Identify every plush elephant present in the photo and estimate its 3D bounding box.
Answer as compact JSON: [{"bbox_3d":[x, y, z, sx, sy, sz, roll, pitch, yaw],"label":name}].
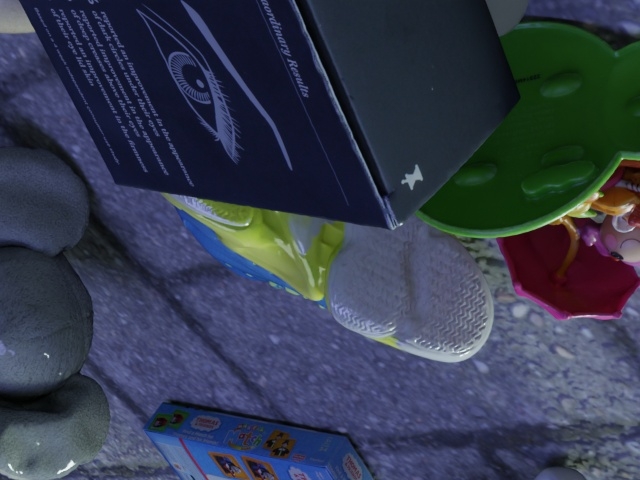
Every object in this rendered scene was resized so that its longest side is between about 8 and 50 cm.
[{"bbox_3d":[-0.289,0.050,1.256,0.255,0.272,0.330,3,-170,-13],"label":"plush elephant"}]

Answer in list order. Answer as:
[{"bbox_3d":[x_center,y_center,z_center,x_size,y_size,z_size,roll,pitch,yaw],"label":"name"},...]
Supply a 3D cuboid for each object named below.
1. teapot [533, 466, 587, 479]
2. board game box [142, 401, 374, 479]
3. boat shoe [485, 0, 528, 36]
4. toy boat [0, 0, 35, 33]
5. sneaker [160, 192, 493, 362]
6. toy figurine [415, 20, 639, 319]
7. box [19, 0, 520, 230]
[{"bbox_3d":[0.132,0.294,1.217,0.256,0.187,0.252,-18,145,23],"label":"teapot"},{"bbox_3d":[-0.034,0.216,1.398,0.211,0.039,0.160,6,139,41],"label":"board game box"},{"bbox_3d":[0.036,-0.176,0.772,0.184,0.066,0.063,51,158,-27],"label":"boat shoe"},{"bbox_3d":[-0.202,-0.208,0.916,0.231,0.151,0.151,14,113,31],"label":"toy boat"},{"bbox_3d":[0.000,0.000,1.046,0.240,0.091,0.126,35,168,0],"label":"sneaker"},{"bbox_3d":[0.144,-0.023,0.859,0.173,0.130,0.159,-12,144,21],"label":"toy figurine"},{"bbox_3d":[-0.032,-0.104,0.771,0.207,0.108,0.153,11,136,43],"label":"box"}]
